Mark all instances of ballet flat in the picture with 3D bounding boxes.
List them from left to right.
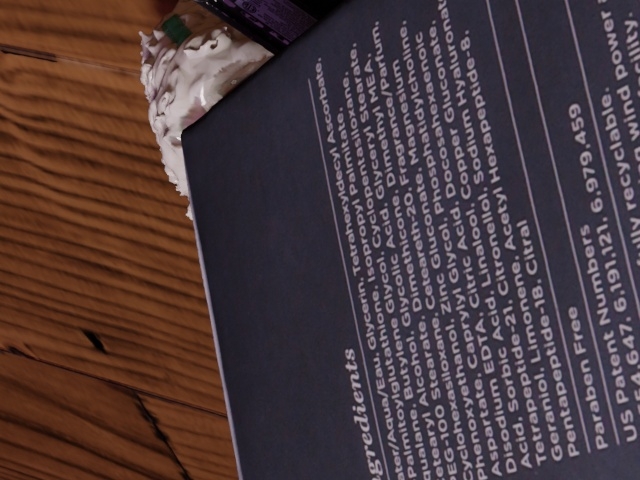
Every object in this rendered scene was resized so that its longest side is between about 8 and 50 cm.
[{"bbox_3d":[0.000,0.000,1.087,0.147,0.147,0.409,9,143,32],"label":"ballet flat"}]

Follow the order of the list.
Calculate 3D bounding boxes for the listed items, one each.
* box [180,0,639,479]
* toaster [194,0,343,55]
[{"bbox_3d":[0.168,-0.011,0.654,0.293,0.212,0.395,-4,166,-30],"label":"box"},{"bbox_3d":[0.011,-0.158,0.798,0.185,0.110,0.168,33,151,-9],"label":"toaster"}]
